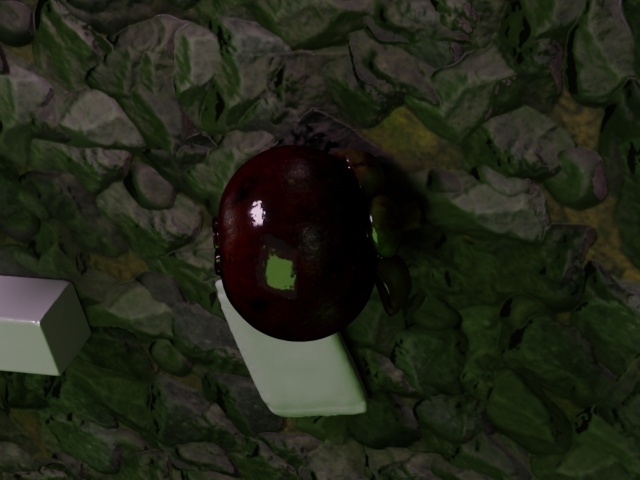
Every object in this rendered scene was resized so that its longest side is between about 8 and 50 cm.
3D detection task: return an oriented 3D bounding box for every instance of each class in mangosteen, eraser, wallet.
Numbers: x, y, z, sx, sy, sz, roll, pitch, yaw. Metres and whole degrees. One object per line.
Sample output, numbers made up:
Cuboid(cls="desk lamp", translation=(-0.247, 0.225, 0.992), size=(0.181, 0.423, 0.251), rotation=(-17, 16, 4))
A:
Cuboid(cls="mangosteen", translation=(0.000, 0.000, 1.658), size=(0.200, 0.200, 0.199), rotation=(14, 131, 17))
Cuboid(cls="eraser", translation=(-0.403, 0.086, 1.990), size=(0.298, 0.076, 0.078), rotation=(3, 127, 26))
Cuboid(cls="wallet", translation=(-0.029, 0.104, 1.840), size=(0.124, 0.032, 0.183), rotation=(-5, 122, 31))
